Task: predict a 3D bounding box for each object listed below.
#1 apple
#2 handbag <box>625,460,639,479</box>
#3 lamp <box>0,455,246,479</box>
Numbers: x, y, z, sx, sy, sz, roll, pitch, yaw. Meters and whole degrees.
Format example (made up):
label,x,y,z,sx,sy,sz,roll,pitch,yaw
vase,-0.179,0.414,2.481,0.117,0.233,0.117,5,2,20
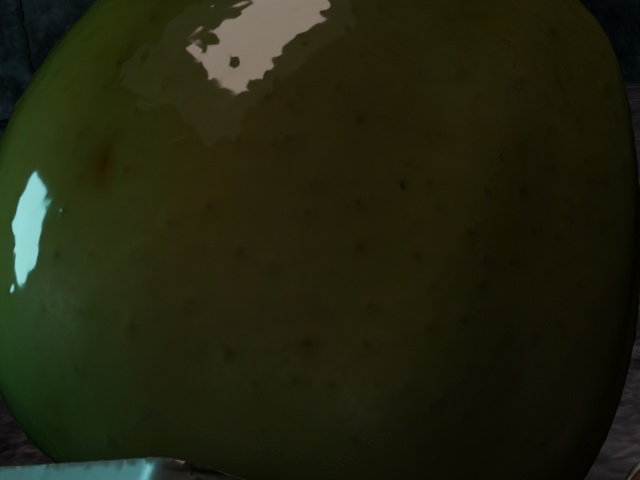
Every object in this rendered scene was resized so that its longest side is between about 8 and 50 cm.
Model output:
label,x,y,z,sx,sy,sz,roll,pitch,yaw
apple,0.000,0.000,1.047,0.474,0.473,0.473,-6,13,1
handbag,0.292,0.171,0.896,0.302,0.149,0.283,-20,16,-40
lamp,-0.033,0.176,0.854,0.269,0.047,0.266,24,-19,-28
